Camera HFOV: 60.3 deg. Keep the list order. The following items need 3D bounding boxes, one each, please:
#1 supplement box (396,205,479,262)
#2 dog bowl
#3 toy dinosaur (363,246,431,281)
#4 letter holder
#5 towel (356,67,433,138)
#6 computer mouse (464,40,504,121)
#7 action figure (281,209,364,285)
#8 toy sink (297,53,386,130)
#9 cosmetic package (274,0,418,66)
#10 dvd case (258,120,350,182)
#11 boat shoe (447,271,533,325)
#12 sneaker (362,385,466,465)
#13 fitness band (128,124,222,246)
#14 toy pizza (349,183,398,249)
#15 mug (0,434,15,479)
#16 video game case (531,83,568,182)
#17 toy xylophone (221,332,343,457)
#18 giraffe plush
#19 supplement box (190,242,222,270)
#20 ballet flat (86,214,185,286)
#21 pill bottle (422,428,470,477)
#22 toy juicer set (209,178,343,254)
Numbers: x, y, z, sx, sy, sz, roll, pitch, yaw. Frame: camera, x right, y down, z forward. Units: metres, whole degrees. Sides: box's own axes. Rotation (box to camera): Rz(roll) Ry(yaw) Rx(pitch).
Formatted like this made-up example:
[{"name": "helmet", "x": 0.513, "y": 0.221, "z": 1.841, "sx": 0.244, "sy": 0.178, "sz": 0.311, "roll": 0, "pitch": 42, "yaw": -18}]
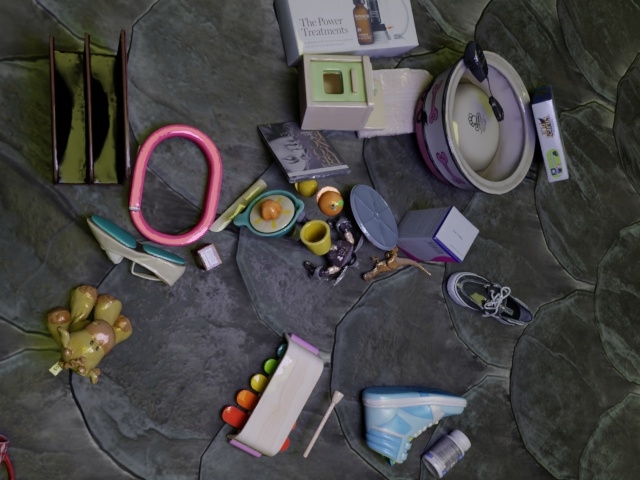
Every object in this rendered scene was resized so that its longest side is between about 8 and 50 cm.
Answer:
[{"name": "supplement box", "x": 0.310, "y": -0.014, "z": 1.528, "sx": 0.111, "sy": 0.220, "sz": 0.114, "roll": 40, "pitch": 73, "yaw": -20}, {"name": "dog bowl", "x": 0.444, "y": -0.328, "z": 1.601, "sx": 0.407, "sy": 0.150, "sz": 0.409, "roll": 1, "pitch": 88, "yaw": -36}, {"name": "toy dinosaur", "x": 0.210, "y": 0.061, "z": 1.578, "sx": 0.211, "sy": 0.064, "sz": 0.112, "roll": -11, "pitch": 112, "yaw": -16}, {"name": "letter holder", "x": -0.488, "y": -0.276, "z": 1.162, "sx": 0.151, "sy": 0.214, "sz": 0.302, "roll": -2, "pitch": 91, "yaw": -25}, {"name": "towel", "x": 0.216, "y": -0.395, "z": 1.582, "sx": 0.282, "sy": 0.049, "sz": 0.187, "roll": -11, "pitch": 93, "yaw": -24}, {"name": "computer mouse", "x": 0.442, "y": -0.425, "z": 1.494, "sx": 0.242, "sy": 0.041, "sz": 0.071, "roll": 60, "pitch": 38, "yaw": -24}, {"name": "action figure", "x": 0.000, "y": 0.000, "z": 1.456, "sx": 0.285, "sy": 0.099, "sz": 0.185, "roll": 34, "pitch": 69, "yaw": -25}, {"name": "toy sink", "x": 0.067, "y": -0.381, "z": 1.419, "sx": 0.234, "sy": 0.131, "sz": 0.153, "roll": 0, "pitch": 73, "yaw": -10}, {"name": "cosmetic package", "x": 0.065, "y": -0.641, "z": 1.491, "sx": 0.377, "sy": 0.097, "sz": 0.285, "roll": -14, "pitch": 93, "yaw": -24}, {"name": "dvd case", "x": -0.044, "y": -0.231, "z": 1.395, "sx": 0.164, "sy": 0.018, "sz": 0.221, "roll": -12, "pitch": 51, "yaw": -25}, {"name": "boat shoe", "x": 0.527, "y": 0.185, "z": 1.689, "sx": 0.306, "sy": 0.105, "sz": 0.113, "roll": 33, "pitch": 76, "yaw": -21}, {"name": "sneaker", "x": 0.261, "y": 0.525, "z": 1.554, "sx": 0.318, "sy": 0.127, "sz": 0.209, "roll": 5, "pitch": 85, "yaw": -15}, {"name": "fitness band", "x": -0.344, "y": -0.131, "z": 1.316, "sx": 0.208, "sy": 0.054, "sz": 0.291, "roll": 10, "pitch": 86, "yaw": -25}, {"name": "toy pizza", "x": 0.142, "y": -0.061, "z": 1.511, "sx": 0.201, "sy": 0.032, "sz": 0.201, "roll": 33, "pitch": 41, "yaw": -35}, {"name": "mug", "x": -0.708, "y": 0.483, "z": 1.129, "sx": 0.113, "sy": 0.150, "sz": 0.170, "roll": 14, "pitch": 77, "yaw": 12}, {"name": "video game case", "x": 0.713, "y": -0.339, "z": 1.711, "sx": 0.269, "sy": 0.061, "sz": 0.245, "roll": -49, "pitch": 124, "yaw": -58}, {"name": "toy xylophone", "x": -0.088, "y": 0.417, "z": 1.413, "sx": 0.236, "sy": 0.081, "sz": 0.323, "roll": 44, "pitch": 73, "yaw": -18}, {"name": "giraffe plush", "x": -0.502, "y": 0.212, "z": 1.174, "sx": 0.181, "sy": 0.170, "sz": 0.210, "roll": 32, "pitch": 77, "yaw": -21}, {"name": "supplement box", "x": -0.276, "y": 0.039, "z": 1.328, "sx": 0.043, "sy": 0.083, "sz": 0.055, "roll": -29, "pitch": 101, "yaw": -22}, {"name": "ballet flat", "x": -0.431, "y": 0.033, "z": 1.265, "sx": 0.248, "sy": 0.086, "sz": 0.086, "roll": 31, "pitch": 77, "yaw": -22}, {"name": "pill bottle", "x": 0.374, "y": 0.627, "z": 1.628, "sx": 0.137, "sy": 0.078, "sz": 0.078, "roll": -33, "pitch": 103, "yaw": -21}, {"name": "toy juicer set", "x": -0.101, "y": -0.092, "z": 1.328, "sx": 0.090, "sy": 0.328, "sz": 0.209, "roll": 67, "pitch": 41, "yaw": -53}]
